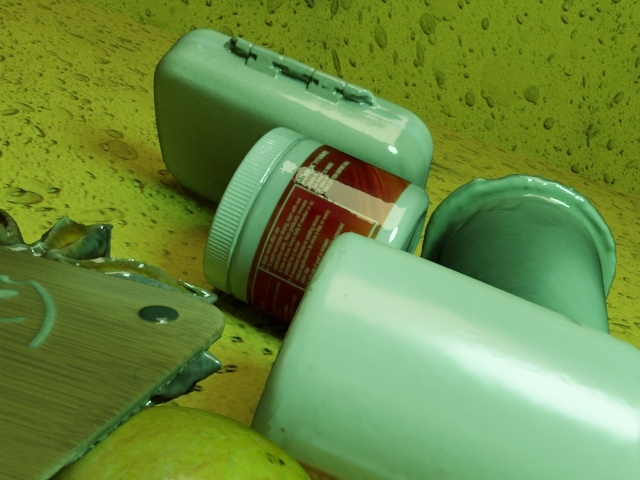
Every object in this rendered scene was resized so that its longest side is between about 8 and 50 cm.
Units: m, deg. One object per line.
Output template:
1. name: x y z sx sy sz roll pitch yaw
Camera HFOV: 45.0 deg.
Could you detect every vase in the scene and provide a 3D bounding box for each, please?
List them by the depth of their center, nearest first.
1. vase: 0.209 0.091 0.839 0.245 0.245 0.291 23 30 3

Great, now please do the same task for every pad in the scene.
1. pad: -0.227 0.052 0.405 0.287 0.018 0.284 13 18 15

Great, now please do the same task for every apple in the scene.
1. apple: -0.074 0.173 0.396 0.182 0.182 0.155 32 20 26

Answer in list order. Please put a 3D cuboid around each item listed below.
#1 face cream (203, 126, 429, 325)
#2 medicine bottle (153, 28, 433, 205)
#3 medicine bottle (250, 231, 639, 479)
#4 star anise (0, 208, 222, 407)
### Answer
1. face cream: 0.000 0.000 0.857 0.187 0.201 0.201 25 21 11
2. medicine bottle: -0.044 -0.116 1.029 0.375 0.282 0.123 24 56 12
3. medicine bottle: 0.145 0.153 0.604 0.372 0.211 0.211 23 20 4
4. star anise: -0.234 0.063 0.599 0.332 0.117 0.331 10 20 -4
